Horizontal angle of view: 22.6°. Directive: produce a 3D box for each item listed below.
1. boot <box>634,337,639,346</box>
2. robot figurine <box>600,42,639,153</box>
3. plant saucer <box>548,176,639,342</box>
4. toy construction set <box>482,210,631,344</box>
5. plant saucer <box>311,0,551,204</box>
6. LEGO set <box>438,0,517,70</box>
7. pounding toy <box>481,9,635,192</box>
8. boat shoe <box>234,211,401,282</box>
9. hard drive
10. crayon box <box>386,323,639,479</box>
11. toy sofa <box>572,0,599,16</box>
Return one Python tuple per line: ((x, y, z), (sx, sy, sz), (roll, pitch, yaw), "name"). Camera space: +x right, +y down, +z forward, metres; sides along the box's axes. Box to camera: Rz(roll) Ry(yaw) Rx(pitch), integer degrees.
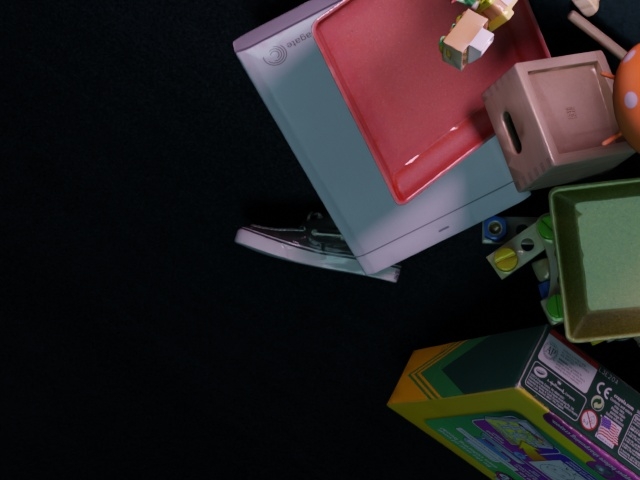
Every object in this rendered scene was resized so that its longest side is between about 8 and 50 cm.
((0.416, 0.122, 2.099), (0.213, 0.077, 0.165), (-7, 129, 15), "boot")
((0.383, -0.143, 1.570), (0.220, 0.128, 0.158), (-7, 105, 21), "robot figurine")
((0.370, 0.016, 1.869), (0.188, 0.045, 0.188), (-7, 100, 11), "plant saucer")
((0.375, 0.005, 1.969), (0.328, 0.151, 0.215), (-27, 80, 19), "toy construction set")
((0.126, -0.214, 1.824), (0.259, 0.048, 0.258), (-37, 123, -15), "plant saucer")
((0.192, -0.309, 1.578), (0.107, 0.132, 0.287), (41, 102, -9), "LEGO set")
((0.296, -0.166, 1.857), (0.206, 0.181, 0.094), (-12, 164, -29), "pounding toy")
((0.000, 0.000, 2.080), (0.219, 0.078, 0.070), (12, 88, -6), "boat shoe")
((0.080, -0.144, 1.930), (0.233, 0.047, 0.353), (-26, 120, 8), "hard drive")
((0.319, 0.262, 2.118), (0.363, 0.106, 0.313), (37, 157, -18), "crayon box")
((0.357, -0.414, 1.640), (0.362, 0.150, 0.177), (-36, 110, 31), "toy sofa")
